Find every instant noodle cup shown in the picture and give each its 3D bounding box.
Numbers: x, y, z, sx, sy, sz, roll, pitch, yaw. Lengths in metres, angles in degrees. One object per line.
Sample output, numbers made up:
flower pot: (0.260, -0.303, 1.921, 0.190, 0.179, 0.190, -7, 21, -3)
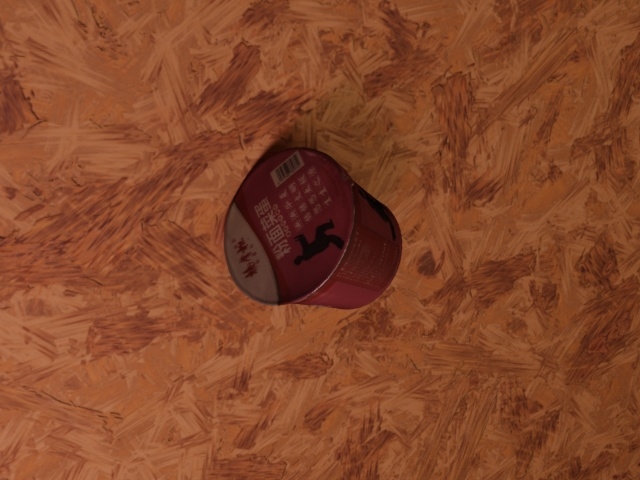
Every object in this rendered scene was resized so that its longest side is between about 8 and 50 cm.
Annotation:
instant noodle cup: (0.000, 0.000, 1.655, 0.178, 0.235, 0.235, 23, 101, -50)
